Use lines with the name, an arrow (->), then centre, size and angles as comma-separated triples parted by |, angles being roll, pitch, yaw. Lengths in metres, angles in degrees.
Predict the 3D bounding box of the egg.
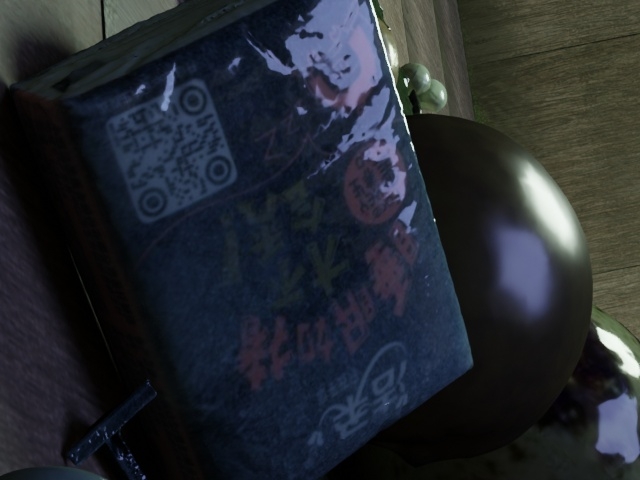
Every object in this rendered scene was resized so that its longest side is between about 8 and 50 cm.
egg -> 0.209, 0.222, 1.642 | 0.428, 0.345, 0.345 | 36, 44, -74

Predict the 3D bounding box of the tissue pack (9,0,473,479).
tissue pack -> -0.037, 0.001, 0.985 | 0.103, 0.228, 0.315 | 21, -45, 54

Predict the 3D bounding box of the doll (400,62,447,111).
doll -> 0.116, -0.099, 2.101 | 0.155, 0.113, 0.275 | 16, 70, -67

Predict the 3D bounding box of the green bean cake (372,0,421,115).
green bean cake -> 0.039, -0.184, 1.758 | 0.222, 0.125, 0.227 | 60, 20, -52

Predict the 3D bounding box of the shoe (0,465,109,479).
shoe -> -0.115, 0.202, 0.766 | 0.078, 0.079, 0.195 | -97, 174, -55

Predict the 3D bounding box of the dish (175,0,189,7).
dish -> -0.092, -0.069, 1.082 | 0.224, 0.078, 0.246 | 29, 70, -61

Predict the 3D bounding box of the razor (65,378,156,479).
razor -> -0.108, 0.158, 0.964 | 0.033, 0.066, 0.190 | 31, -26, 36

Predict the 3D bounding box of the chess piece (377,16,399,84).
chess piece -> -0.040, -0.204, 1.462 | 0.301, 0.137, 0.137 | 20, 59, -62

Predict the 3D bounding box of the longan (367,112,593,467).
longan -> 0.078, 0.042, 1.285 | 0.319, 0.319, 0.318 | -11, 90, -78
